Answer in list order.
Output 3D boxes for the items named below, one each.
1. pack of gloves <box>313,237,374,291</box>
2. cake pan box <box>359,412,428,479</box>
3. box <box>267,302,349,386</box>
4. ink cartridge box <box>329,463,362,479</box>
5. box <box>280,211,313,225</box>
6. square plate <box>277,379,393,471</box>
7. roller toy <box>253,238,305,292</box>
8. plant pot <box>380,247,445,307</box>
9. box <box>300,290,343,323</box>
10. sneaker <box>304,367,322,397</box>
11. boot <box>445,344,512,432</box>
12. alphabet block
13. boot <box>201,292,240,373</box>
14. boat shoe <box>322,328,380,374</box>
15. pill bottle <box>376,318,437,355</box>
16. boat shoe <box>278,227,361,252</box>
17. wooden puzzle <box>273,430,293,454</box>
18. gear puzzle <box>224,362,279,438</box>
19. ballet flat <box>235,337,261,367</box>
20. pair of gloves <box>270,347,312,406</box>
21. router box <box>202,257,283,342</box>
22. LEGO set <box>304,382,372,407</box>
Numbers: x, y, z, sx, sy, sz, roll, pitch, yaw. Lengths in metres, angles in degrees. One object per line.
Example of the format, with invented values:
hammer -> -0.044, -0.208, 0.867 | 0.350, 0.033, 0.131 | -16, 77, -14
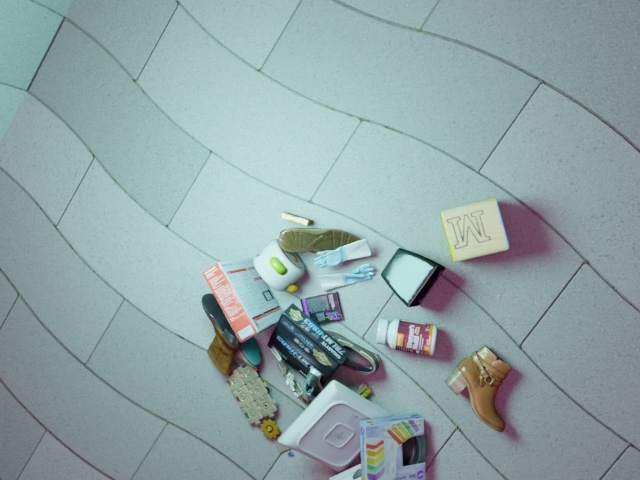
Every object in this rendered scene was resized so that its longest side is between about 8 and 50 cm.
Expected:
pack of gloves -> 0.096, 0.110, 1.874 | 0.231, 0.046, 0.195 | -16, 123, 7
cake pan box -> 0.284, 0.812, 1.831 | 0.266, 0.070, 0.246 | 0, 89, -18
box -> -0.057, 0.428, 1.878 | 0.295, 0.073, 0.293 | 39, 139, 10
ink cartridge box -> 0.208, 1.011, 1.917 | 0.275, 0.060, 0.239 | -30, 83, 12
box -> -0.104, -0.091, 1.956 | 0.136, 0.081, 0.028 | 15, 96, 13
square plate -> 0.068, 0.750, 1.861 | 0.347, 0.049, 0.344 | 36, 101, -24
roller toy -> -0.170, 0.105, 1.923 | 0.146, 0.209, 0.191 | -41, 47, 11
plant pot -> 0.344, 0.128, 1.810 | 0.167, 0.188, 0.188 | 38, 100, 23
box -> 0.005, 0.283, 1.966 | 0.162, 0.029, 0.116 | -13, 89, 15
sneaker -> -0.036, 0.577, 1.871 | 0.064, 0.076, 0.167 | 20, 136, 29
boot -> 0.643, 0.555, 1.788 | 0.220, 0.109, 0.283 | -46, 74, 7
alphabet block -> 0.560, -0.037, 1.740 | 0.197, 0.192, 0.194 | -15, 86, 13
boot -> -0.429, 0.389, 1.986 | 0.264, 0.096, 0.281 | 41, 133, 17
boat shoe -> 0.084, 0.449, 1.914 | 0.324, 0.096, 0.117 | 22, 95, 12
pill bottle -> 0.335, 0.370, 1.838 | 0.221, 0.121, 0.121 | 7, 93, 13
boat shoe -> 0.000, 0.000, 1.915 | 0.341, 0.123, 0.124 | 4, 103, -7
wooden puzzle -> -0.161, 0.866, 2.029 | 0.078, 0.014, 0.117 | -22, 86, 18
gear puzzle -> -0.267, 0.689, 2.035 | 0.175, 0.044, 0.339 | -33, 83, 20
ballet flat -> -0.362, 0.412, 2.035 | 0.106, 0.107, 0.316 | -36, 77, 32
pair of gloves -> -0.120, 0.555, 1.890 | 0.042, 0.204, 0.240 | -34, 56, -11
router box -> -0.291, 0.222, 1.881 | 0.082, 0.335, 0.301 | -32, 83, 13
LEGO set -> 0.072, 0.672, 1.918 | 0.286, 0.107, 0.132 | -12, 89, 14
